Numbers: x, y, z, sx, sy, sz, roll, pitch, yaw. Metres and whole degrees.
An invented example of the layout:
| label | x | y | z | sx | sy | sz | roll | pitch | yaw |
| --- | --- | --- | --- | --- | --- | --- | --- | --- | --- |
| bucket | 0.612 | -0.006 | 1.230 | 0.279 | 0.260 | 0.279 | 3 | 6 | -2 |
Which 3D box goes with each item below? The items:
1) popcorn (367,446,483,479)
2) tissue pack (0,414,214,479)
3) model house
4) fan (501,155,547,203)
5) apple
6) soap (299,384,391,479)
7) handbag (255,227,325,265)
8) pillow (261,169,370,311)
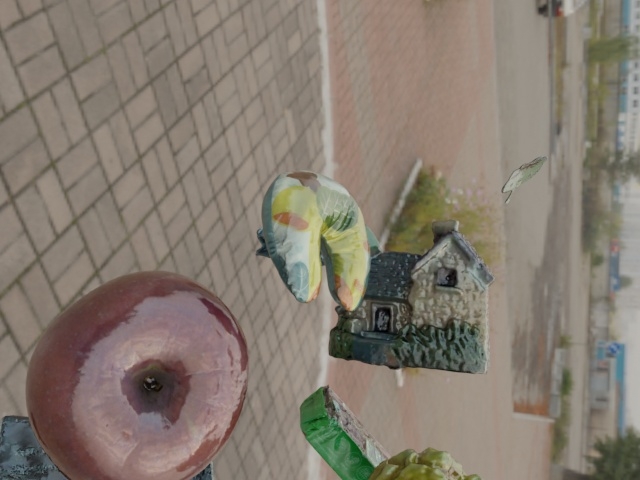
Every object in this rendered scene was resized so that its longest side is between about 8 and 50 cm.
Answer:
| label | x | y | z | sx | sy | sz | roll | pitch | yaw |
| --- | --- | --- | --- | --- | --- | --- | --- | --- | --- |
| popcorn | 0.201 | 0.569 | 1.531 | 0.279 | 0.274 | 0.335 | -100 | 180 | -55 |
| tissue pack | -0.433 | 0.516 | 1.490 | 0.253 | 0.416 | 0.264 | -107 | -144 | -50 |
| model house | 0.176 | 0.096 | 1.451 | 0.243 | 0.298 | 0.284 | 26 | 68 | -74 |
| fan | 0.219 | -0.064 | 0.851 | 0.004 | 0.056 | 0.083 | 56 | -21 | 22 |
| apple | -0.244 | 0.187 | 1.035 | 0.235 | 0.305 | 0.306 | 159 | -67 | -64 |
| soap | 0.071 | 0.484 | 1.793 | 0.273 | 0.098 | 0.218 | 50 | 6 | -13 |
| handbag | -0.013 | 0.008 | 1.665 | 0.229 | 0.179 | 0.062 | -10 | 109 | -48 |
| pillow | 0.000 | 0.000 | 1.145 | 0.233 | 0.086 | 0.214 | 22 | 56 | -55 |
